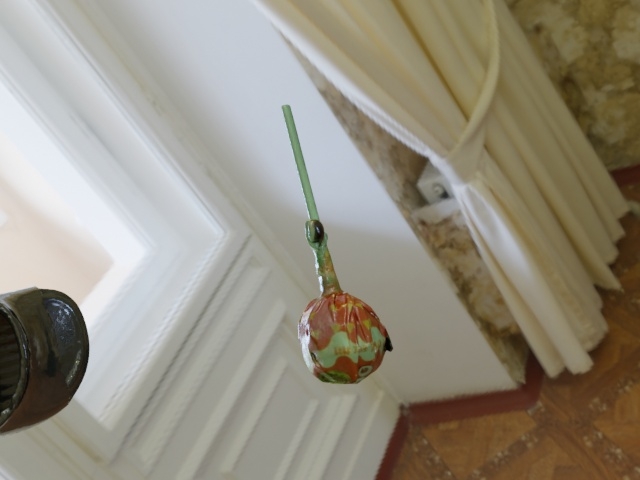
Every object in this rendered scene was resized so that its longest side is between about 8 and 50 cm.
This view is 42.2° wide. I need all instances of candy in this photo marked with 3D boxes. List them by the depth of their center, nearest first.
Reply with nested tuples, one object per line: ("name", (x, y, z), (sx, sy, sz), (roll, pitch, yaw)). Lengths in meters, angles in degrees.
("candy", (0.002, 0.000, 0.818), (0.084, 0.287, 0.078), (-9, -11, -16))

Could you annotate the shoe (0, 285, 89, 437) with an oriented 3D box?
("shoe", (-0.251, 0.096, 0.602), (0.093, 0.108, 0.241), (-23, -4, 36))
